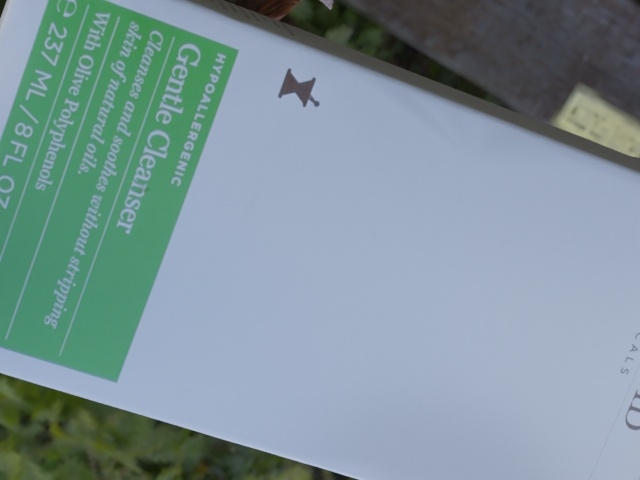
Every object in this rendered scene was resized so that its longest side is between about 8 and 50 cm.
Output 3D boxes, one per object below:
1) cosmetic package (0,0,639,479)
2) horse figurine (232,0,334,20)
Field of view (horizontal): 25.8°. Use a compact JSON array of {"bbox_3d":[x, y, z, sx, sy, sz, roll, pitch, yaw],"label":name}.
[{"bbox_3d":[0.000,0.000,0.710,0.366,0.197,0.155,18,-171,-12],"label":"cosmetic package"},{"bbox_3d":[-0.125,-0.189,0.891,0.263,0.174,0.066,22,149,7],"label":"horse figurine"}]
